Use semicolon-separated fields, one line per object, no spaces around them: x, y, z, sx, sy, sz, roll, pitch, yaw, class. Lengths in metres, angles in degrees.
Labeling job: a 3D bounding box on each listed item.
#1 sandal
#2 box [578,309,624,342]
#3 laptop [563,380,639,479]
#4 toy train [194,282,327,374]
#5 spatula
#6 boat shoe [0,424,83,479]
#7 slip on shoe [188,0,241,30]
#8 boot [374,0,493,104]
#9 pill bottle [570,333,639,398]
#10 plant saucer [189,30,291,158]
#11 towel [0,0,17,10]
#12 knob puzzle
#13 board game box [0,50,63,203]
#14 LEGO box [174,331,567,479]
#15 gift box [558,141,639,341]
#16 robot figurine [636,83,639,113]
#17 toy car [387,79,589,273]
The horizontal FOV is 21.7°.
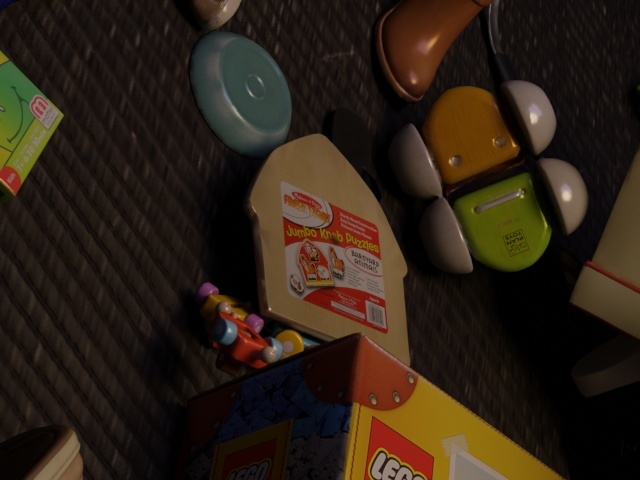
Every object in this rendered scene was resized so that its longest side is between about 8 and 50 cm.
0.028;-0.047;1.485;0.067;0.040;0.179;31;49;-37;sandal
0.455;0.125;1.782;0.242;0.076;0.307;-31;79;-42;box
0.405;0.286;1.160;0.408;0.382;0.236;51;40;-19;laptop
-0.041;0.089;1.291;0.166;0.046;0.125;25;10;-43;toy train
0.192;-0.221;1.786;0.084;0.030;0.296;3;68;-52;spatula
-0.223;0.236;0.982;0.098;0.109;0.302;55;44;-23;boat shoe
-0.081;-0.239;1.451;0.041;0.051;0.135;48;49;-27;slip on shoe
0.135;-0.231;1.621;0.073;0.152;0.197;40;44;-31;boot
0.348;0.222;1.643;0.264;0.146;0.146;60;37;-7;pill bottle
-0.062;-0.129;1.436;0.119;0.021;0.119;27;52;-41;plant saucer
-0.247;-0.279;1.219;0.227;0.076;0.308;50;30;-3;towel
0.000;0.000;1.389;0.213;0.030;0.213;29;47;-38;knob puzzle
-0.270;-0.114;1.158;0.181;0.043;0.092;47;41;-24;board game box
0.105;0.362;1.234;0.500;0.193;0.372;37;46;-33;LEGO box
0.390;-0.005;1.572;0.276;0.258;0.255;30;25;28;gift box
0.427;-0.147;2.001;0.115;0.067;0.101;51;10;-18;robot figurine
0.157;-0.054;1.585;0.136;0.159;0.182;81;-14;-83;toy car
